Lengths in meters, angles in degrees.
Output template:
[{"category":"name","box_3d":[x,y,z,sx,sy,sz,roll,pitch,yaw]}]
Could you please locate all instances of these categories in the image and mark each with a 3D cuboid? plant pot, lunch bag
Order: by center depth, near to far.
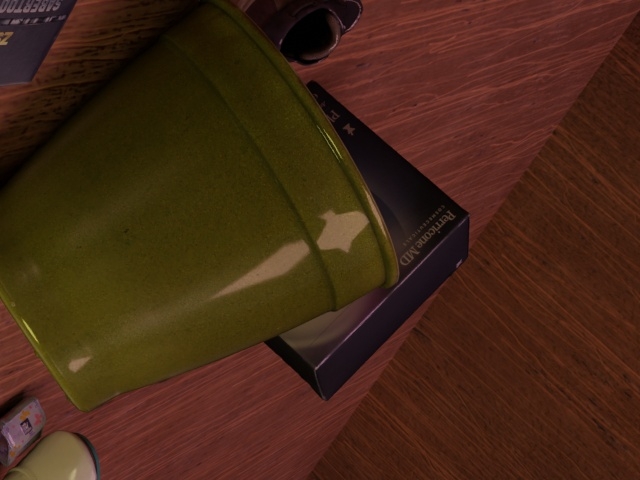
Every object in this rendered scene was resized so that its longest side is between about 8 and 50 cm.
[{"category":"plant pot","box_3d":[-0.165,-0.010,1.578,0.353,0.366,0.366,-34,162,-9]},{"category":"lunch bag","box_3d":[-0.406,0.253,2.024,0.071,0.053,0.083,-42,161,-40]}]

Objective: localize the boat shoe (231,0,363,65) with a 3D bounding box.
[{"category":"boat shoe","box_3d":[-0.018,-0.250,1.769,0.103,0.092,0.285,-56,163,21]}]

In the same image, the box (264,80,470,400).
[{"category":"box","box_3d":[0.000,0.000,2.045,0.296,0.294,0.182,-45,164,-11]}]

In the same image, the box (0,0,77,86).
[{"category":"box","box_3d":[-0.286,-0.207,1.238,0.183,0.059,0.233,-54,163,24]}]

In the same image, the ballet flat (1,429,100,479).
[{"category":"ballet flat","box_3d":[-0.430,0.395,2.110,0.139,0.139,0.400,-33,170,-43]}]
